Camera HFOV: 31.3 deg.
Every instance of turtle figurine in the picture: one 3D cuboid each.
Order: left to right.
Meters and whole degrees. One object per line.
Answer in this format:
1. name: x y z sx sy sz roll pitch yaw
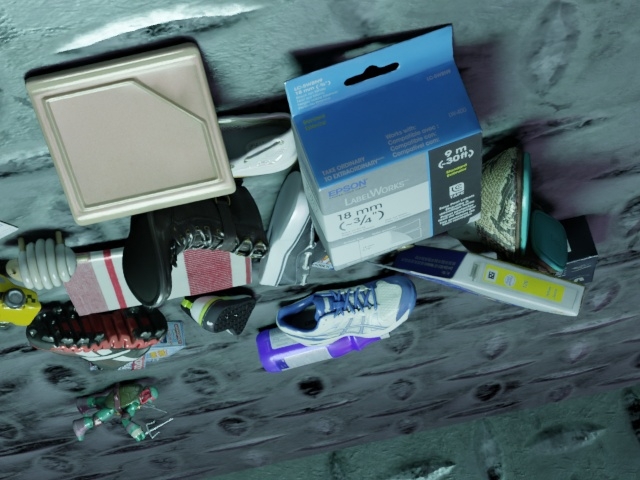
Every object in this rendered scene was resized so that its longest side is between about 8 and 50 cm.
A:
1. turtle figurine: -0.451 0.384 2.635 0.234 0.118 0.175 -14 -161 8

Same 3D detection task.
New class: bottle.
1. bottle: 0.007 0.211 2.469 0.282 0.092 0.118 -15 163 7

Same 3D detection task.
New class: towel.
1. towel: -0.285 0.049 2.004 0.329 0.037 0.237 -10 158 -7

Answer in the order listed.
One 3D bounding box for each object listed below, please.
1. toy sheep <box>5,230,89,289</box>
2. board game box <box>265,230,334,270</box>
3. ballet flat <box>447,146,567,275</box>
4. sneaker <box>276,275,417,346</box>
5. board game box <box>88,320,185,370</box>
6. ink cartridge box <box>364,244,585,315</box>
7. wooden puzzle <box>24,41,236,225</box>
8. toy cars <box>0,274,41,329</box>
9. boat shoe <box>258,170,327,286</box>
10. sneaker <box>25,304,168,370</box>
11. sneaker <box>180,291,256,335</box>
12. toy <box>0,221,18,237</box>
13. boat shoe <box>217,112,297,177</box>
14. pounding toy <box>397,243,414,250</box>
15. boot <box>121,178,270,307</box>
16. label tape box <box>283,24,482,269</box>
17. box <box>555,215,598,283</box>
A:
1. toy sheep: -0.435 0.035 1.819 0.132 0.091 0.091 -12 158 -2
2. board game box: 0.000 0.000 2.030 0.201 0.035 0.136 12 148 -45
3. ballet flat: 0.311 -0.030 1.992 0.182 0.164 0.483 0 164 20
4. sneaker: 0.049 0.145 2.309 0.296 0.112 0.131 -23 155 23
5. board game box: -0.378 0.220 2.337 0.194 0.060 0.194 -6 157 -12
6. ink cartridge box: 0.253 0.055 1.993 0.307 0.072 0.303 18 178 -16
7. wooden puzzle: -0.240 -0.136 1.475 0.220 0.044 0.239 -12 128 1
8. toy cars: -0.661 0.107 1.891 0.393 0.087 0.176 -12 153 8
9. boat shoe: -0.027 -0.009 1.849 0.102 0.108 0.301 8 147 -9
10. sneaker: -0.429 0.189 2.149 0.276 0.098 0.135 0 141 -37
11. sneaker: -0.200 0.125 2.205 0.097 0.084 0.234 27 -179 16
12. toy: -0.581 0.000 1.700 0.136 0.056 0.237 -21 157 23
13. boat shoe: -0.162 -0.128 1.566 0.277 0.098 0.096 -17 158 -12
14. pounding toy: 0.122 -0.045 1.920 0.181 0.094 0.206 -18 166 3
15. boot: -0.171 -0.007 1.655 0.229 0.263 0.091 13 139 -34
16. label tape box: 0.095 -0.116 1.586 0.240 0.106 0.334 -20 148 -5
17. box: 0.462 0.036 2.281 0.156 0.093 0.158 -14 157 3
